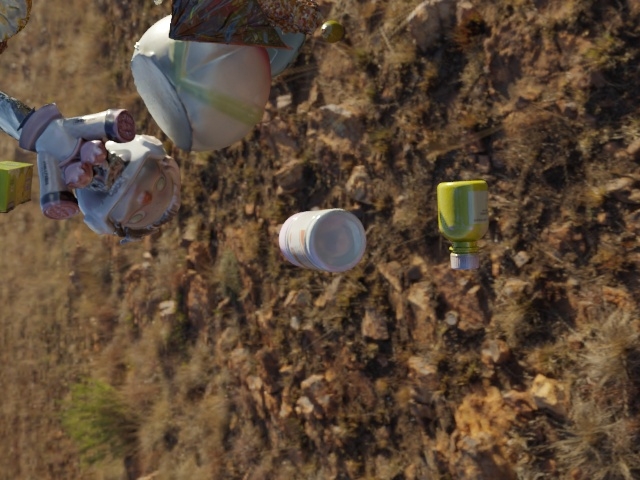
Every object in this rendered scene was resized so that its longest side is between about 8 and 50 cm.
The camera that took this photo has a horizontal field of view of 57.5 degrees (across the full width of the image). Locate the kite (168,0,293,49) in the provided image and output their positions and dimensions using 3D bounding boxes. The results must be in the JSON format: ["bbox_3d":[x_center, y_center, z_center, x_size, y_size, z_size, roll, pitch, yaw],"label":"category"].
[{"bbox_3d":[-0.114,-0.300,0.706,0.009,0.232,0.189,28,71,44],"label":"kite"}]

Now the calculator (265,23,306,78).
[{"bbox_3d":[-0.132,-0.538,1.508,0.041,0.185,0.299,-31,28,59],"label":"calculator"}]

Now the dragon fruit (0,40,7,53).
[{"bbox_3d":[-0.817,-0.543,1.263,0.329,0.329,0.330,-4,85,56],"label":"dragon fruit"}]

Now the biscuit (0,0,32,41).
[{"bbox_3d":[-0.636,-0.453,1.067,0.260,0.202,0.041,130,139,-63],"label":"biscuit"}]

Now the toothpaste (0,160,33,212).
[{"bbox_3d":[-0.842,-0.149,1.563,0.327,0.077,0.110,-149,64,-71],"label":"toothpaste"}]

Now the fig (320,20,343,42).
[{"bbox_3d":[0.034,-0.705,1.967,0.073,0.088,0.074,7,102,36],"label":"fig"}]

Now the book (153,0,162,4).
[{"bbox_3d":[-0.478,-0.761,1.500,0.027,0.264,0.202,-21,38,13],"label":"book"}]

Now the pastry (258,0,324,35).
[{"bbox_3d":[-0.078,-0.436,1.098,0.063,0.169,0.087,-24,48,64],"label":"pastry"}]

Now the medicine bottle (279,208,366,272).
[{"bbox_3d":[0.000,0.000,1.936,0.316,0.202,0.202,-179,91,-70],"label":"medicine bottle"}]

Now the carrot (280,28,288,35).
[{"bbox_3d":[-0.071,-0.518,1.289,0.142,0.035,0.035,102,149,-46],"label":"carrot"}]

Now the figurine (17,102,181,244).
[{"bbox_3d":[-0.442,-0.147,1.260,0.253,0.361,0.211,-41,66,3],"label":"figurine"}]

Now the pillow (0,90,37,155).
[{"bbox_3d":[-0.690,-0.279,1.329,0.255,0.059,0.169,30,149,34],"label":"pillow"}]

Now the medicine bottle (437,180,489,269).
[{"bbox_3d":[0.353,-0.038,1.438,0.121,0.121,0.213,3,97,56],"label":"medicine bottle"}]

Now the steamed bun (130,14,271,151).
[{"bbox_3d":[-0.228,-0.358,1.266,0.309,0.309,0.310,-4,85,56],"label":"steamed bun"}]
